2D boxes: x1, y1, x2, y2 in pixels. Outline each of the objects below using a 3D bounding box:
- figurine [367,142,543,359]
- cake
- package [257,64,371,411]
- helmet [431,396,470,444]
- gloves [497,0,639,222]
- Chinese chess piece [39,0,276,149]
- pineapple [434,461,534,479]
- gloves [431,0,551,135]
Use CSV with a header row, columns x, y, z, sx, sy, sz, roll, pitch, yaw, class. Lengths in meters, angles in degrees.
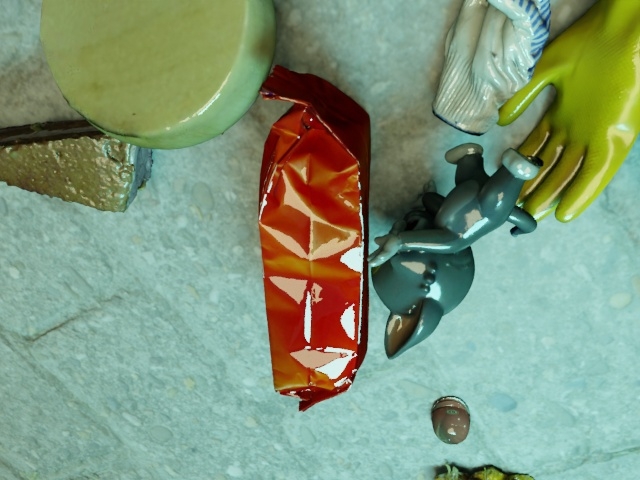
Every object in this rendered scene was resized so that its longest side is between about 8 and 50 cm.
x,y,z,sx,sy,sz,roll,pitch,yaw,class
0.152,-0.009,0.615,0.140,0.193,0.265,42,124,-14,figurine
-0.356,-0.108,0.707,0.296,0.116,0.112,4,120,8,cake
-0.001,0.001,0.655,0.123,0.196,0.423,1,119,5,package
0.216,0.306,0.873,0.065,0.049,0.083,-3,119,14,helmet
0.278,-0.142,0.555,0.116,0.133,0.294,18,121,-12,gloves
-0.169,-0.223,0.567,0.251,0.097,0.250,1,95,15,Chinese chess piece
0.359,0.569,0.905,0.287,0.209,0.344,-11,115,17,pineapple
0.182,-0.222,0.551,0.097,0.119,0.229,-15,135,-24,gloves
